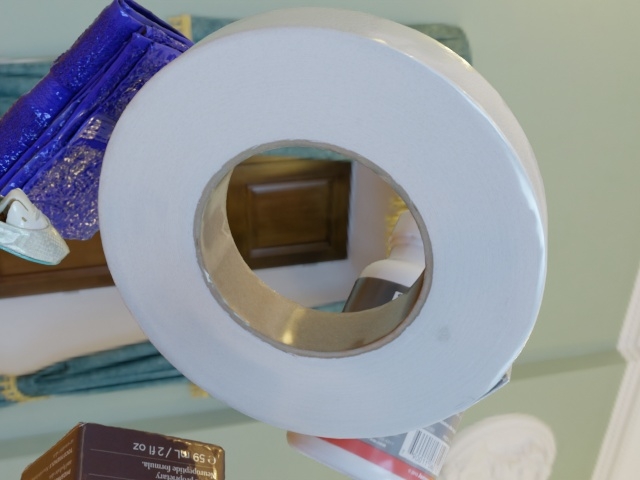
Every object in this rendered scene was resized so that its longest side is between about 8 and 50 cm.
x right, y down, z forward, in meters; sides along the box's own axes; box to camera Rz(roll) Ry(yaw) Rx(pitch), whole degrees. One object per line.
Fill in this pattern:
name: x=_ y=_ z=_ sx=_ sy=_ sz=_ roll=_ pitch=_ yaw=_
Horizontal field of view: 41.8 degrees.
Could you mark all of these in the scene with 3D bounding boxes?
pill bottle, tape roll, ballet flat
pill bottle: x=0.117 y=0.156 z=1.157 sx=0.363 sy=0.210 sz=0.210 roll=-64 pitch=-175 yaw=-15
tape roll: x=0.000 y=0.000 z=0.723 sx=0.072 sy=0.391 sz=0.392 roll=-64 pitch=158 yaw=-59
ballet flat: x=-0.291 y=-0.030 z=0.735 sx=0.052 sy=0.168 sz=0.057 roll=-53 pitch=-149 yaw=20

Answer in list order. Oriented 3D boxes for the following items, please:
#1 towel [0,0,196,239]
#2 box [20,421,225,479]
towel: x=-0.242 y=-0.113 z=0.946 sx=0.227 sy=0.308 sz=0.076 roll=19 pitch=35 yaw=-59
box: x=-0.205 y=0.316 z=0.843 sx=0.167 sy=0.168 sz=0.203 roll=-39 pitch=-136 yaw=39
